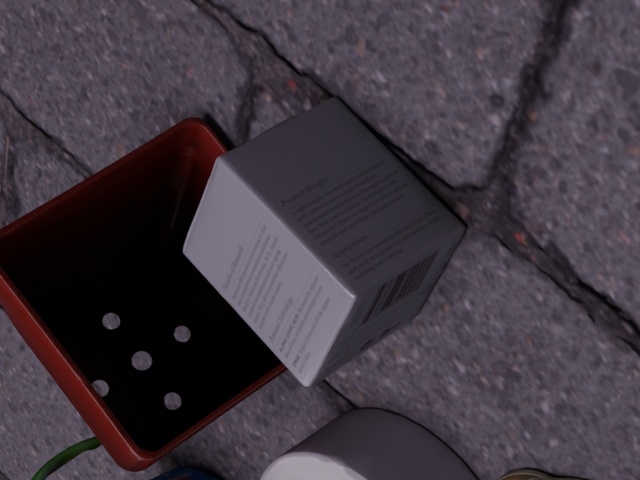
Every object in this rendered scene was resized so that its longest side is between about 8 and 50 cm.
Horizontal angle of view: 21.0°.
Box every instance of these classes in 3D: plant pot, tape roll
[{"bbox_3d":[-0.169,0.086,1.757,0.267,0.267,0.236,51,154,11],"label":"plant pot"},{"bbox_3d":[0.064,0.318,1.759,0.286,0.100,0.286,29,134,34],"label":"tape roll"}]

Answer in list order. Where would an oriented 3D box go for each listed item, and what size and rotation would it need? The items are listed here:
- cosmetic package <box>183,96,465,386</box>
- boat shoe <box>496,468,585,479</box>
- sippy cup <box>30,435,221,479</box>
[{"bbox_3d":[0.000,0.000,1.572,0.183,0.151,0.151,47,142,18],"label":"cosmetic package"},{"bbox_3d":[0.200,0.243,1.594,0.135,0.045,0.050,-10,106,52],"label":"boat shoe"},{"bbox_3d":[-0.200,0.384,2.008,0.240,0.224,0.305,16,126,44],"label":"sippy cup"}]
